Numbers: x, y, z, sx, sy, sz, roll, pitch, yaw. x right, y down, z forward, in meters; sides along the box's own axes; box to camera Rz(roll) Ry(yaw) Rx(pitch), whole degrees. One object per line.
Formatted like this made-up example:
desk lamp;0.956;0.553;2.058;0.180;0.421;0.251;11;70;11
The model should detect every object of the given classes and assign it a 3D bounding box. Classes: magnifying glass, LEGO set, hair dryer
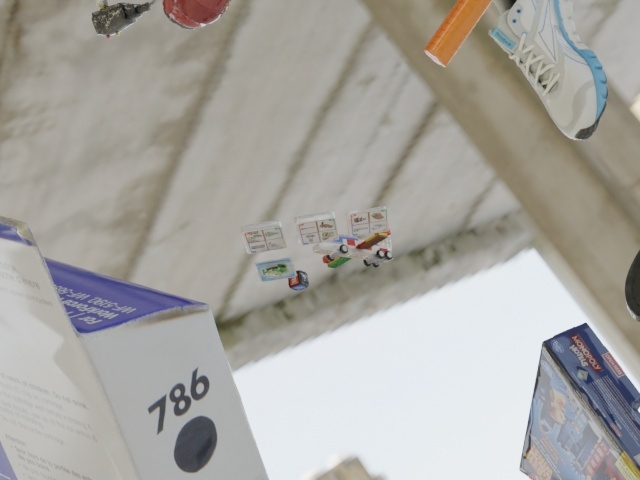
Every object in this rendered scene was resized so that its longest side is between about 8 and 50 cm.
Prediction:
magnifying glass;0.177;-0.271;1.429;0.092;0.026;0.231;38;-94;-32
LEGO set;0.000;0.000;1.880;0.182;0.060;0.244;-9;-22;2
hair dryer;-0.182;-0.341;1.641;0.293;0.224;0.080;-7;28;27

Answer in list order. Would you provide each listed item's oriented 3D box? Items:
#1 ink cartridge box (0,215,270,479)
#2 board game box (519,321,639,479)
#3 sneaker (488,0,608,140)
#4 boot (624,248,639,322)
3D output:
ink cartridge box;-0.091;0.106;0.609;0.065;0.165;0.333;-40;-53;-34
board game box;0.276;0.218;1.488;0.060;0.194;0.194;-21;-30;-23
sneaker;0.195;-0.170;1.323;0.082;0.191;0.071;-1;-33;-27
boot;0.364;0.055;1.215;0.263;0.091;0.229;-33;-44;-19
